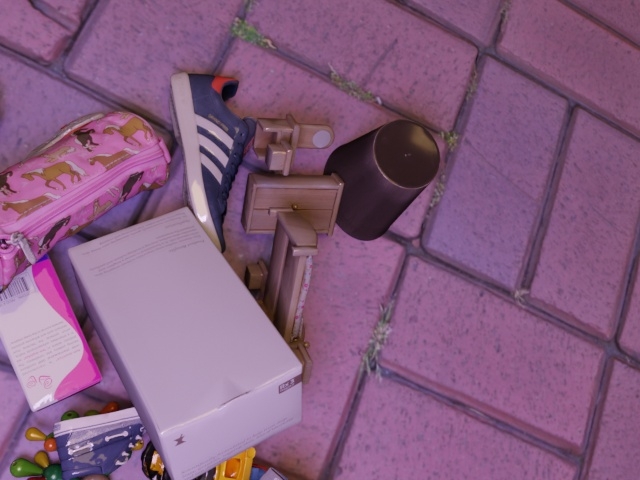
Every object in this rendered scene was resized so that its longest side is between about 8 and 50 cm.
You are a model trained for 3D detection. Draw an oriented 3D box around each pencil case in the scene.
[{"bbox_3d":[-0.404,-0.070,1.082,0.167,0.160,0.386,35,43,8],"label":"pencil case"}]

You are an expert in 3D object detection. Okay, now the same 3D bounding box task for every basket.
[{"bbox_3d":[0.114,-0.121,1.297,0.154,0.227,0.204,-7,81,-20],"label":"basket"}]

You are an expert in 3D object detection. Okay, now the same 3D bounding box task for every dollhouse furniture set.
[{"bbox_3d":[0.000,0.000,1.158,0.174,0.355,0.303,-1,122,-22],"label":"dollhouse furniture set"}]

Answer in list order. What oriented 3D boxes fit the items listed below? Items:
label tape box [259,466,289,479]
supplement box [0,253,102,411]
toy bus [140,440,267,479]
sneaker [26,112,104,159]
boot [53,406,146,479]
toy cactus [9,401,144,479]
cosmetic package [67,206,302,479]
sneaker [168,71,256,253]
[{"bbox_3d":[-0.134,0.529,1.046,0.106,0.240,0.334,34,65,26],"label":"label tape box"},{"bbox_3d":[-0.442,0.148,1.112,0.111,0.114,0.219,-23,84,-23],"label":"supplement box"},{"bbox_3d":[-0.184,0.417,1.132,0.212,0.149,0.220,21,73,-30],"label":"toy bus"},{"bbox_3d":[-0.435,-0.163,1.228,0.158,0.061,0.064,-43,120,-21],"label":"sneaker"},{"bbox_3d":[-0.302,0.302,1.061,0.190,0.069,0.086,-4,73,-31],"label":"boot"},{"bbox_3d":[-0.362,0.353,1.106,0.219,0.112,0.180,-18,93,-30],"label":"toy cactus"},{"bbox_3d":[-0.210,0.142,1.066,0.217,0.156,0.385,-21,51,-22],"label":"cosmetic package"},{"bbox_3d":[-0.175,-0.145,1.254,0.148,0.131,0.349,-7,77,-17],"label":"sneaker"}]
